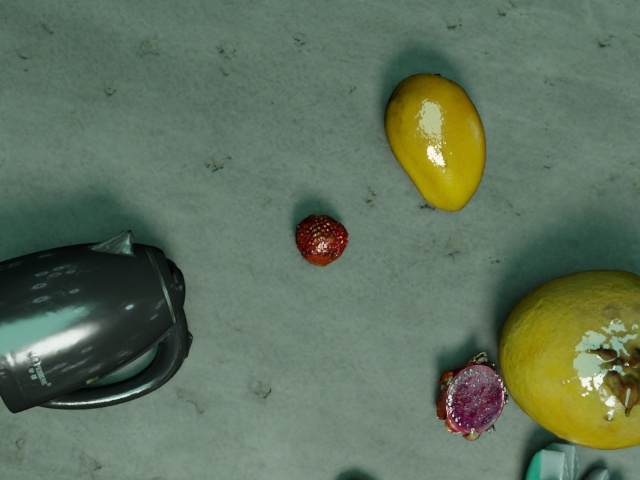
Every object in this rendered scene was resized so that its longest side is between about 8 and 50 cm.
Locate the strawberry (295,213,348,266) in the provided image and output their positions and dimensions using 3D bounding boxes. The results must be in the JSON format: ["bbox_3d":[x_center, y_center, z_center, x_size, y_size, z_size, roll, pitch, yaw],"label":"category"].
[{"bbox_3d":[0.000,0.000,1.511,0.083,0.096,0.083,-1,100,-8],"label":"strawberry"}]

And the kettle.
[{"bbox_3d":[-0.328,0.126,1.445,0.290,0.207,0.268,-19,119,-14],"label":"kettle"}]

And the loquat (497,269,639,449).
[{"bbox_3d":[0.403,0.174,1.458,0.275,0.275,0.274,0,88,-5],"label":"loquat"}]

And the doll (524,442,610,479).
[{"bbox_3d":[0.387,0.436,1.520,0.153,0.195,0.258,-1,118,28],"label":"doll"}]

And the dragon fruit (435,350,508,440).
[{"bbox_3d":[0.224,0.239,1.538,0.112,0.068,0.126,-26,101,-12],"label":"dragon fruit"}]

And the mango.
[{"bbox_3d":[0.179,-0.148,1.528,0.145,0.112,0.219,-22,102,-6],"label":"mango"}]

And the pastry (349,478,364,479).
[{"bbox_3d":[0.060,0.415,1.519,0.097,0.057,0.109,-3,87,-4],"label":"pastry"}]
